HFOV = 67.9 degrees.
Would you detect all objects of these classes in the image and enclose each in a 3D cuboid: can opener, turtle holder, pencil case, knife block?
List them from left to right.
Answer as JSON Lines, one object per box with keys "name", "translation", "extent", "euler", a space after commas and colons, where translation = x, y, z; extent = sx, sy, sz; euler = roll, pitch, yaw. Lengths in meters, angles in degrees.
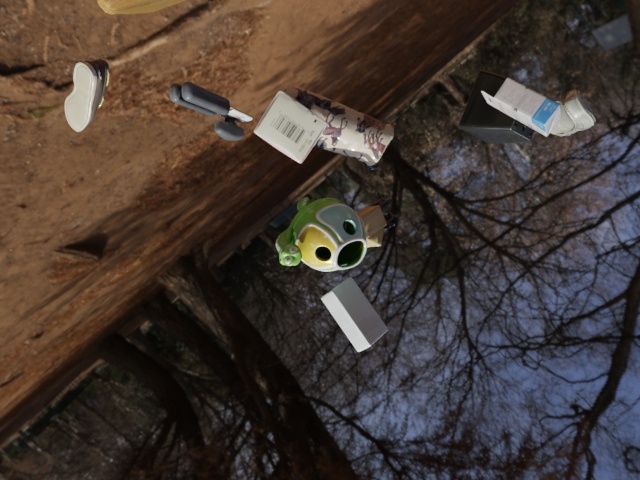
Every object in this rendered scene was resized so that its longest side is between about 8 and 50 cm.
{"name": "can opener", "translation": [-0.274, -0.325, 1.233], "extent": [0.075, 0.095, 0.283], "euler": [1, -179, 24]}
{"name": "turtle holder", "translation": [0.013, -0.015, 1.585], "extent": [0.227, 0.320, 0.243], "euler": [41, -74, 41]}
{"name": "pencil case", "translation": [0.027, -0.373, 1.577], "extent": [0.183, 0.410, 0.160], "euler": [133, -28, -59]}
{"name": "knife block", "translation": [0.208, -0.104, 2.043], "extent": [0.088, 0.275, 0.242], "euler": [-8, -115, 50]}

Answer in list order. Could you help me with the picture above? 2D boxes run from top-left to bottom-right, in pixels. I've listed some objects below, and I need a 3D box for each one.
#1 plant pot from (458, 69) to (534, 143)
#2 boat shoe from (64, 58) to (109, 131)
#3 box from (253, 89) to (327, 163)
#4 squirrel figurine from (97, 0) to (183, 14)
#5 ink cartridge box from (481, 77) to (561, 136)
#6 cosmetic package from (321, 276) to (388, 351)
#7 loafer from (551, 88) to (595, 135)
{"name": "plant pot", "translation": [0.580, -0.405, 1.490], "extent": [0.167, 0.188, 0.188], "euler": [30, -75, 49]}
{"name": "boat shoe", "translation": [-0.859, -0.533, 1.756], "extent": [0.324, 0.116, 0.097], "euler": [-46, -177, 43]}
{"name": "box", "translation": [-0.086, -0.305, 1.287], "extent": [0.127, 0.148, 0.232], "euler": [-56, -168, 7]}
{"name": "squirrel figurine", "translation": [-0.311, -0.706, 0.958], "extent": [0.281, 0.371, 0.397], "euler": [-17, -169, 40]}
{"name": "ink cartridge box", "translation": [0.497, -0.338, 1.177], "extent": [0.060, 0.180, 0.104], "euler": [-56, 154, 14]}
{"name": "cosmetic package", "translation": [0.119, 0.257, 1.663], "extent": [0.117, 0.231, 0.085], "euler": [-29, 171, -42]}
{"name": "loafer", "translation": [0.671, -0.334, 1.300], "extent": [0.111, 0.112, 0.319], "euler": [-27, 173, 25]}
